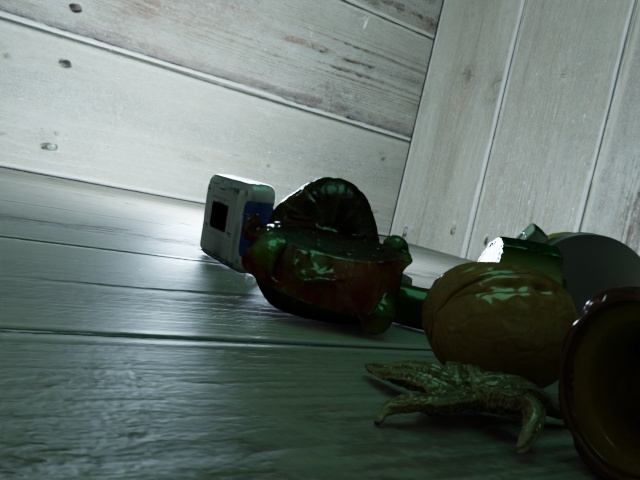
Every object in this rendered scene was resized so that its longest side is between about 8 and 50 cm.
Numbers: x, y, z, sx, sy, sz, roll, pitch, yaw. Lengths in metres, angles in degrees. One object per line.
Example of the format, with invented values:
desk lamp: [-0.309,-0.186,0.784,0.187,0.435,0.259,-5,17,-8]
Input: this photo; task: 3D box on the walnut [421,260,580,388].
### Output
walnut: [0.226,0.105,0.940,0.197,0.165,0.165,9,5,-11]

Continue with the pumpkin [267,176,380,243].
pumpkin: [0.000,0.000,1.387,0.219,0.219,0.162,11,8,-20]

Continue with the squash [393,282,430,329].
squash: [0.175,0.110,1.261,0.318,0.071,0.080,8,21,15]

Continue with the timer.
timer: [-0.178,-0.039,1.540,0.078,0.178,0.253,5,6,-27]

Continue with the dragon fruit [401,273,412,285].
dragon fruit: [0.144,0.094,1.578,0.083,0.056,0.060,18,-22,-32]

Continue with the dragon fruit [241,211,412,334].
dragon fruit: [0.011,0.045,1.170,0.295,0.130,0.268,4,13,-28]

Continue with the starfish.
starfish: [0.145,0.159,0.778,0.277,0.062,0.236,5,2,-35]

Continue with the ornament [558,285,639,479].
ornament: [0.350,0.139,0.684,0.218,0.221,0.235,6,-34,-26]

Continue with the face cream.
face cream: [0.446,0.094,1.330,0.218,0.218,0.179,13,3,6]

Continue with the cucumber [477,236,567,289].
cucumber: [0.290,0.097,1.133,0.130,0.191,0.191,13,4,-6]

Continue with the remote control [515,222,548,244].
remote control: [0.297,0.064,1.317,0.038,0.233,0.098,43,11,1]
